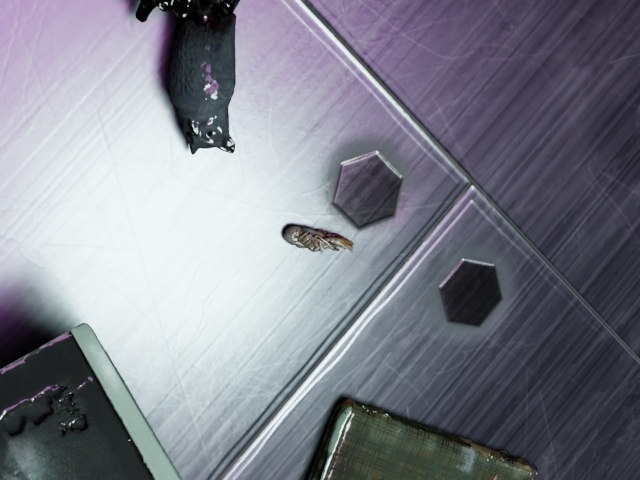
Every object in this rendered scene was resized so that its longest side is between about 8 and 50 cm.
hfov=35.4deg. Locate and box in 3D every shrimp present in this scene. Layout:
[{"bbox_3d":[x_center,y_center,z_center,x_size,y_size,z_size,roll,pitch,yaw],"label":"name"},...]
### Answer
[{"bbox_3d":[0.003,0.001,1.200,0.092,0.038,0.029,6,99,-22],"label":"shrimp"}]

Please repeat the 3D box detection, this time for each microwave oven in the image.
[{"bbox_3d":[-0.226,0.270,1.003,0.181,0.237,0.295,-31,75,-14],"label":"microwave oven"}]

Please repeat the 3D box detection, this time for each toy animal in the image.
[{"bbox_3d":[-0.132,-0.202,1.101,0.117,0.121,0.210,-53,145,-52],"label":"toy animal"}]

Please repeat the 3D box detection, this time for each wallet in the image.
[{"bbox_3d":[0.131,0.326,1.310,0.317,0.044,0.169,23,87,-25],"label":"wallet"}]
